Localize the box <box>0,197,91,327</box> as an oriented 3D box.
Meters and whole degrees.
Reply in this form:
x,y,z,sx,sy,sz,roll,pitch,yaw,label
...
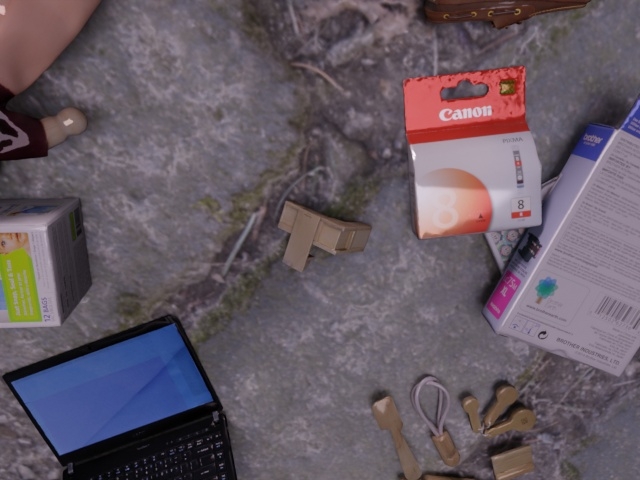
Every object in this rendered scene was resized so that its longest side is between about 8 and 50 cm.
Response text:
x,y,z,sx,sy,sz,roll,pitch,yaw,label
-0.366,0.022,0.558,0.203,0.103,0.114,0,109,-6,box

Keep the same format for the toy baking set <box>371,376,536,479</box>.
x,y,z,sx,sy,sz,roll,pitch,yaw,label
0.187,0.282,0.748,0.256,0.030,0.197,5,106,-8,toy baking set

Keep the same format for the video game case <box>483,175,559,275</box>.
x,y,z,sx,sy,sz,roll,pitch,yaw,label
0.291,0.006,0.665,0.143,0.019,0.157,-28,110,5,video game case

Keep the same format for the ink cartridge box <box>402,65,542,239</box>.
x,y,z,sx,sy,sz,roll,pitch,yaw,label
0.172,-0.097,0.596,0.145,0.045,0.180,-7,106,-2,ink cartridge box

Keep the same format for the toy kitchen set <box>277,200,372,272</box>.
x,y,z,sx,sy,sz,roll,pitch,yaw,label
0.000,0.000,0.627,0.083,0.075,0.068,26,105,27,toy kitchen set

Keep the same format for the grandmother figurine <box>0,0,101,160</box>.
x,y,z,sx,sy,sz,roll,pitch,yaw,label
-0.305,-0.152,0.464,0.208,0.104,0.342,40,85,-35,grandmother figurine

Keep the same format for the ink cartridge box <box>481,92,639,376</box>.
x,y,z,sx,sy,sz,roll,pitch,yaw,label
0.348,-0.003,0.624,0.185,0.065,0.311,21,108,-12,ink cartridge box

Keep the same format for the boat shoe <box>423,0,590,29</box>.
x,y,z,sx,sy,sz,roll,pitch,yaw,label
0.192,-0.254,0.548,0.177,0.064,0.060,-1,140,-4,boat shoe

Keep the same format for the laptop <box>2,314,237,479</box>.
x,y,z,sx,sy,sz,roll,pitch,yaw,label
-0.238,0.266,0.638,0.234,0.264,0.137,-20,147,2,laptop
